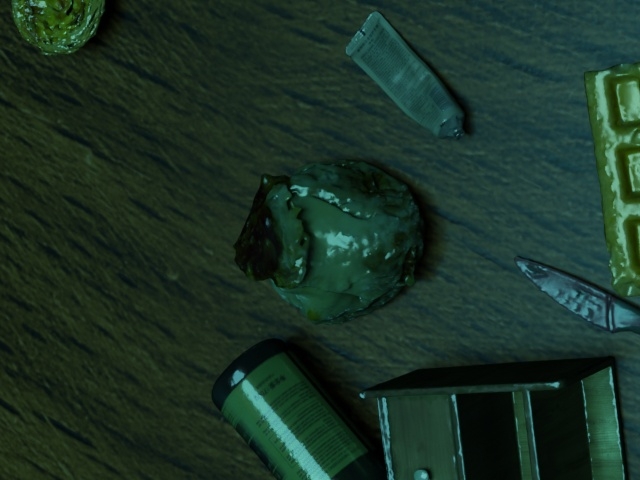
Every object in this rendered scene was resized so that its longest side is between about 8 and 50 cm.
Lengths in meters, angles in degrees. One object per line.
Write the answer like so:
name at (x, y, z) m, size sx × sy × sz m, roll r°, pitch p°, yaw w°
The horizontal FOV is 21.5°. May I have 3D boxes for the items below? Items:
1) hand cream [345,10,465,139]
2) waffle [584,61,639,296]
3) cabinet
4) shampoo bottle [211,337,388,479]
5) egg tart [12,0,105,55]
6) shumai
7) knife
hand cream at (0.090, -0.162, 1.718) m, size 0.165 × 0.037 × 0.057 m, roll 49°, pitch 115°, yaw 24°
waffle at (0.378, -0.069, 1.553) m, size 0.247 × 0.055 × 0.221 m, roll -8°, pitch 92°, yaw 28°
cabinet at (0.169, 0.215, 1.642) m, size 0.215 × 0.148 × 0.175 m, roll -6°, pitch 92°, yaw 30°
shampoo bottle at (0.007, 0.234, 1.759) m, size 0.284 × 0.101 × 0.101 m, roll 48°, pitch 114°, yaw 15°
egg tart at (-0.286, -0.269, 1.896) m, size 0.128 × 0.049 × 0.129 m, roll 0°, pitch 89°, yaw 28°
shumai at (0.005, -0.001, 1.713) m, size 0.184 × 0.142 × 0.184 m, roll 5°, pitch 99°, yaw 31°
knife at (0.292, 0.075, 1.638) m, size 0.247 × 0.018 × 0.035 m, roll 28°, pitch 111°, yaw 26°
